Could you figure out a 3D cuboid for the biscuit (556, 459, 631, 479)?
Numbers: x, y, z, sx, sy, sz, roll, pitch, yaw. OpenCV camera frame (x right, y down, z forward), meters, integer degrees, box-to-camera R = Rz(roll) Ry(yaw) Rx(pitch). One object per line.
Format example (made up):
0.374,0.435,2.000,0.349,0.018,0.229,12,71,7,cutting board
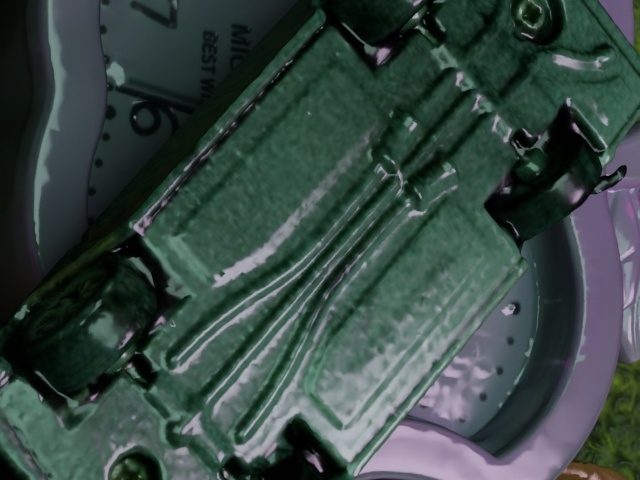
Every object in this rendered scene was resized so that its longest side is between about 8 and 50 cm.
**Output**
0.073,0.227,0.886,0.288,0.044,0.202,-37,103,-28,biscuit

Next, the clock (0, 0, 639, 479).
0.006,-0.042,0.836,0.338,0.102,0.338,2,85,-29,clock

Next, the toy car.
0.000,0.000,0.714,0.141,0.097,0.321,50,64,-18,toy car
